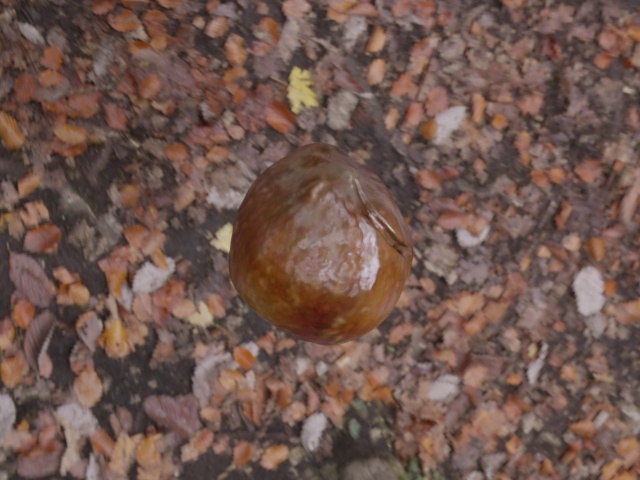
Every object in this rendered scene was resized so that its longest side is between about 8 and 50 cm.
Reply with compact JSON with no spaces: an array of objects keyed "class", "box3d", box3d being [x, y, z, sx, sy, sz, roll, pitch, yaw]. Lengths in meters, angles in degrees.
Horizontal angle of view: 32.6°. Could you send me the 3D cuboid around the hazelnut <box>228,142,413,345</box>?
[{"class":"hazelnut","box3d":[0.000,0.000,0.827,0.143,0.154,0.143,-11,139,-10]}]
